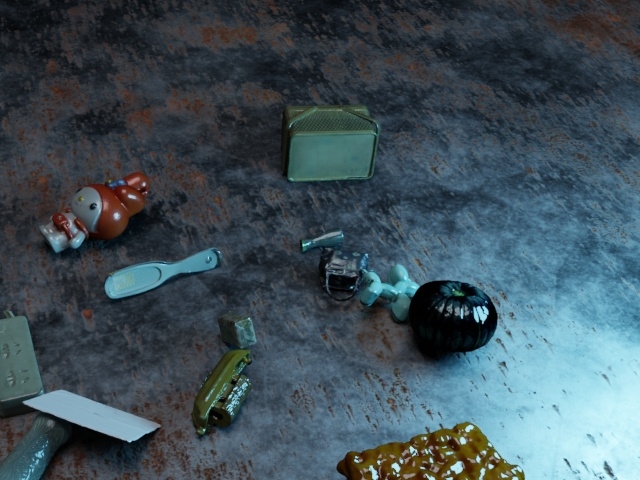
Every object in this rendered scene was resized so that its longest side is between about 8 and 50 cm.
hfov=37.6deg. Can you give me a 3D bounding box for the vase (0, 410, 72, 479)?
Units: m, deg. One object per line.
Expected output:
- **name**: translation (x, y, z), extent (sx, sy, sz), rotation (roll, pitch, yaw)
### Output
- **vase**: translation (-0.531, 0.404, 1.689), extent (0.096, 0.096, 0.219), rotation (14, 36, 10)

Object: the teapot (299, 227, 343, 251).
- **teapot**: translation (0.000, 0.000, 2.310), extent (0.110, 0.043, 0.043), rotation (-13, 42, -19)

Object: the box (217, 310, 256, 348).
- **box**: translation (-0.179, 0.190, 1.999), extent (0.045, 0.062, 0.098), rotation (-19, 16, -28)

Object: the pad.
- **pad**: translation (-0.432, 0.331, 1.788), extent (0.232, 0.004, 0.156), rotation (16, 3, 13)

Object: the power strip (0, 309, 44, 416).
- **power strip**: translation (-0.633, 0.236, 1.921), extent (0.093, 0.053, 0.288), rotation (-12, 42, -20)

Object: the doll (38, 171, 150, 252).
- **doll**: translation (-0.530, -0.071, 2.261), extent (0.290, 0.130, 0.161), rotation (-32, 44, -20)

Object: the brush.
- **brush**: translation (-0.369, 0.068, 2.172), extent (0.297, 0.068, 0.060), rotation (-15, 20, -30)

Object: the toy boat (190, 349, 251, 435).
- **toy boat**: translation (-0.189, 0.301, 1.884), extent (0.088, 0.068, 0.226), rotation (20, 36, 11)

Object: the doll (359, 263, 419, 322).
- **doll**: translation (0.166, 0.112, 2.158), extent (0.159, 0.059, 0.158), rotation (21, 36, -14)

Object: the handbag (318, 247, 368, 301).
- **handbag**: translation (0.052, 0.088, 2.180), extent (0.115, 0.072, 0.139), rotation (9, 42, -3)

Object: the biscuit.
- **biscuit**: translation (0.220, 0.468, 1.681), extent (0.312, 0.110, 0.318), rotation (-9, 40, -21)

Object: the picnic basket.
- **picnic basket**: translation (0.022, -0.266, 2.551), extent (0.266, 0.165, 0.139), rotation (-3, 40, -10)

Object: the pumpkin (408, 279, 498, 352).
- **pumpkin**: translation (0.288, 0.168, 2.050), extent (0.202, 0.140, 0.202), rotation (7, 22, -3)
